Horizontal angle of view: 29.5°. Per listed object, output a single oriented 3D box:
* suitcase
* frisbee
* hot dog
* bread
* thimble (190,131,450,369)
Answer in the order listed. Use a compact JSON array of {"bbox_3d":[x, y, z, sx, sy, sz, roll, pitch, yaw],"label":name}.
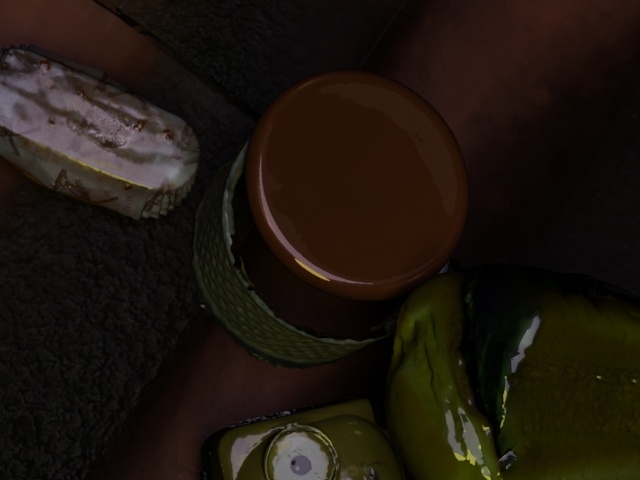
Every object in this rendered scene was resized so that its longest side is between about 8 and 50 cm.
[{"bbox_3d":[-0.002,0.268,1.266,0.234,0.143,0.194,-10,81,-19],"label":"suitcase"},{"bbox_3d":[0.043,-0.061,1.264,0.250,0.021,0.251,4,77,-17],"label":"frisbee"},{"bbox_3d":[-0.257,-0.116,1.311,0.268,0.075,0.144,29,75,-13],"label":"hot dog"},{"bbox_3d":[0.216,0.153,1.266,0.376,0.208,0.251,9,89,-52],"label":"bread"},{"bbox_3d":[0.000,0.000,1.326,0.270,0.150,0.271,4,76,-17],"label":"thimble"}]
